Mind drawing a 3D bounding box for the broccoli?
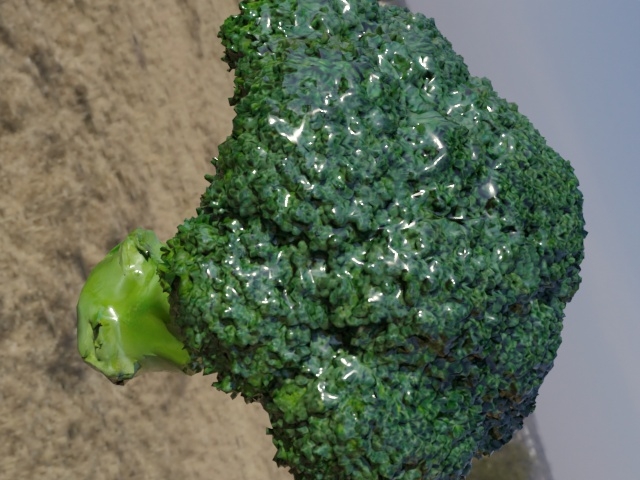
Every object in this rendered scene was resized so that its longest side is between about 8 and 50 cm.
[{"bbox_3d":[0.000,0.000,0.518,0.297,0.297,0.298,27,59,-57],"label":"broccoli"}]
